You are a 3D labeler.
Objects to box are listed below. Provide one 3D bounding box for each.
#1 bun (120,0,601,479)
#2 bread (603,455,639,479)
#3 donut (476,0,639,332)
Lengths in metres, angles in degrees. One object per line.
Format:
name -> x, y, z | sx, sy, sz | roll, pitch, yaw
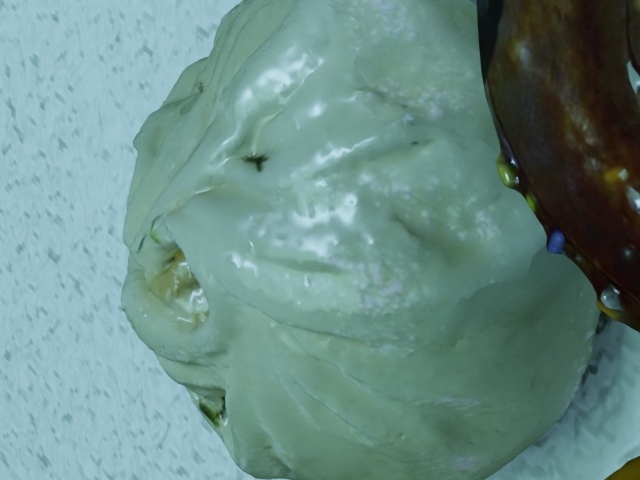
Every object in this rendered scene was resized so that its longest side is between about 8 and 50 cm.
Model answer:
bun -> 0.000, 0.000, 0.763 | 0.231, 0.133, 0.231 | 27, 124, 49
bread -> 0.179, 0.188, 0.387 | 0.398, 0.398, 0.215 | 59, 155, 22
donut -> 0.139, -0.070, 0.576 | 0.216, 0.096, 0.230 | -16, 89, 57
